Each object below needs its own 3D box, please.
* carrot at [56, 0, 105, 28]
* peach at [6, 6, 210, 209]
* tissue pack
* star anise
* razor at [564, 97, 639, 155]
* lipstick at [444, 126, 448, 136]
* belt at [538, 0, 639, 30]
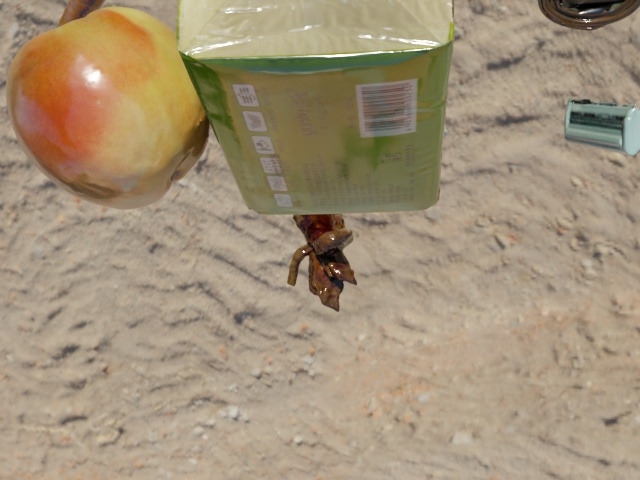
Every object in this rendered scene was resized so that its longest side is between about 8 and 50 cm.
[{"bbox_3d":[-0.277,-0.284,0.961,0.048,0.048,0.216,40,120,-12],"label":"carrot"},{"bbox_3d":[-0.186,-0.118,0.737,0.184,0.184,0.184,10,128,13],"label":"peach"},{"bbox_3d":[0.010,-0.147,0.698,0.200,0.167,0.274,0,160,6],"label":"tissue pack"},{"bbox_3d":[0.004,-0.002,1.361,0.111,0.212,0.196,3,152,-6],"label":"star anise"},{"bbox_3d":[0.315,-0.150,0.593,0.278,0.111,0.056,-36,102,3],"label":"razor"},{"bbox_3d":[0.170,-0.203,1.274,0.025,0.107,0.025,13,139,-36],"label":"lipstick"},{"bbox_3d":[0.225,-0.207,0.673,0.083,0.036,0.059,0,137,19],"label":"belt"}]
